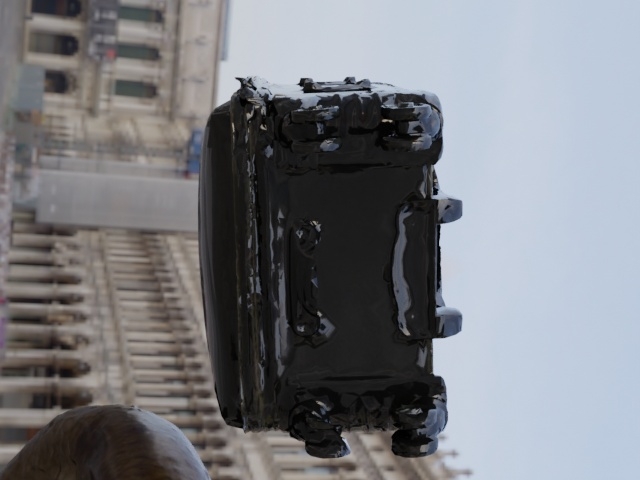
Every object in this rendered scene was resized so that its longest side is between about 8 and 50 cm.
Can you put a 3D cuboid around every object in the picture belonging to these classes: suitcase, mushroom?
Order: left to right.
[{"bbox_3d":[-0.288,0.323,1.077,0.331,0.356,0.334,-55,-143,36],"label":"mushroom"},{"bbox_3d":[0.000,0.000,0.922,0.434,0.194,0.283,-97,-175,-80],"label":"suitcase"}]
